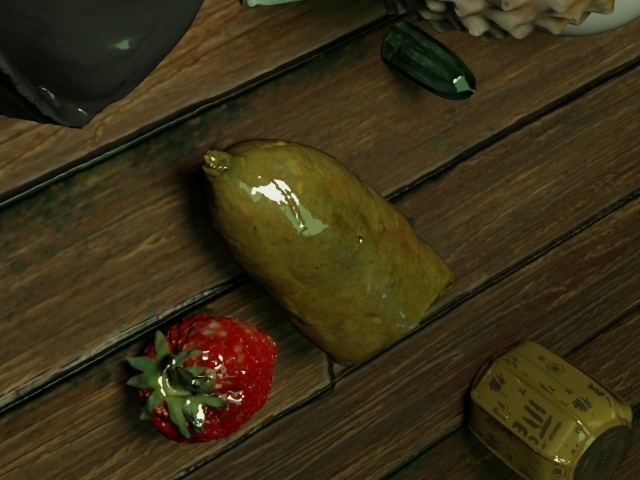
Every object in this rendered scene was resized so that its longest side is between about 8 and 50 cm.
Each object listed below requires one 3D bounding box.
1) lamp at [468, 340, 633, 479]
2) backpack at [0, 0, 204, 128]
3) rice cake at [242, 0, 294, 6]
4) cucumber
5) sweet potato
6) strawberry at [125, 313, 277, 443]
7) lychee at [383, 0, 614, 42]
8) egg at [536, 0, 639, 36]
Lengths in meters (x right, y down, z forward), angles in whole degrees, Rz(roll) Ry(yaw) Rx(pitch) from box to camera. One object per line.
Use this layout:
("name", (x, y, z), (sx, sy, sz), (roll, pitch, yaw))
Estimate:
("lamp", (0.283, 0.221, 1.461), (0.161, 0.185, 0.161), (-20, 127, -29))
("backpack", (-0.176, -0.270, 0.688), (0.363, 0.255, 0.446), (18, 130, -4))
("rice cake", (-0.018, -0.227, 1.053), (0.121, 0.021, 0.022), (-17, 121, -34))
("cucumber", (0.108, -0.168, 1.138), (0.048, 0.105, 0.048), (-29, 141, -26))
("sweet potato", (0.000, 0.000, 1.127), (0.158, 0.158, 0.370), (-48, 129, -5))
("strawberry", (-0.105, 0.126, 1.140), (0.148, 0.131, 0.131), (-39, 144, -58))
("lychee", (0.150, -0.345, 0.866), (0.432, 0.380, 0.380), (-24, 129, -26))
("egg", (0.264, -0.292, 1.135), (0.232, 0.176, 0.176), (-31, 132, -28))
